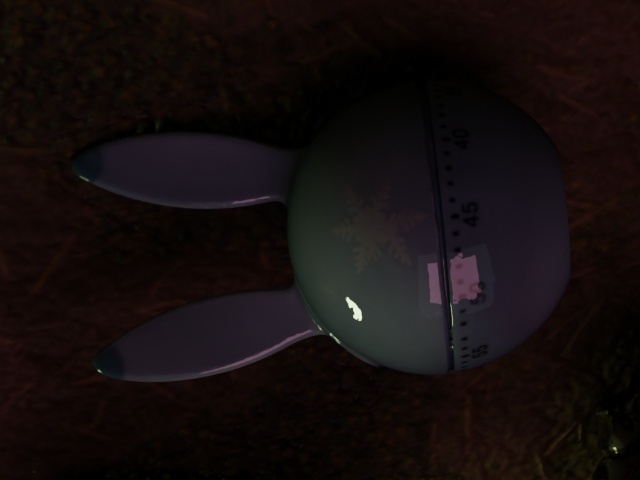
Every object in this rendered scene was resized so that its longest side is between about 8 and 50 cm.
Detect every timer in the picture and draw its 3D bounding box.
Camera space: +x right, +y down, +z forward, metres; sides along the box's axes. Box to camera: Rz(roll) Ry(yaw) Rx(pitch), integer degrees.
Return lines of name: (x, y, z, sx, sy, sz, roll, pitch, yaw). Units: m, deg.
timer: (0.016, -0.001, 0.990, 0.255, 0.175, 0.175, -7, 137, 25)

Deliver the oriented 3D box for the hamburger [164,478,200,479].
hamburger: (-0.073, 0.301, 1.111, 0.274, 0.274, 0.212, 8, 119, -24)

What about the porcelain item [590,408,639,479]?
porcelain item: (0.266, 0.184, 1.132, 0.186, 0.288, 0.138, 15, 83, -2)
